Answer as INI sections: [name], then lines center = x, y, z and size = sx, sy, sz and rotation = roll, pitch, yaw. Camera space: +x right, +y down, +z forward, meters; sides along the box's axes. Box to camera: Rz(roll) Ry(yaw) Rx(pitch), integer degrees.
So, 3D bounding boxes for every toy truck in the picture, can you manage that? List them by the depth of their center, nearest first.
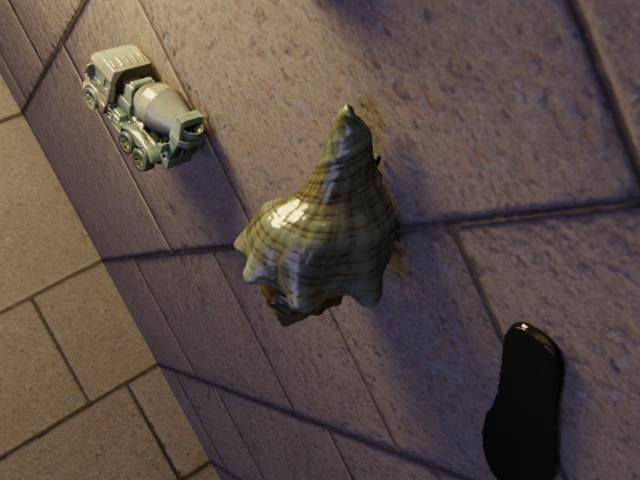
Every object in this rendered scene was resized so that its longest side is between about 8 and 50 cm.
[toy truck]
center = -0.295, -0.229, 1.282
size = 0.256, 0.108, 0.140
rotation = 49, 140, 17

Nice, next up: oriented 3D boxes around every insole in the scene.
[insole]
center = 0.236, 0.210, 0.885
size = 0.110, 0.012, 0.309
rotation = 37, 146, 41

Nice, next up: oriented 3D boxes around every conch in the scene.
[conch]
center = -0.006, 0.011, 0.947
size = 0.203, 0.169, 0.386
rotation = 28, 151, 5
